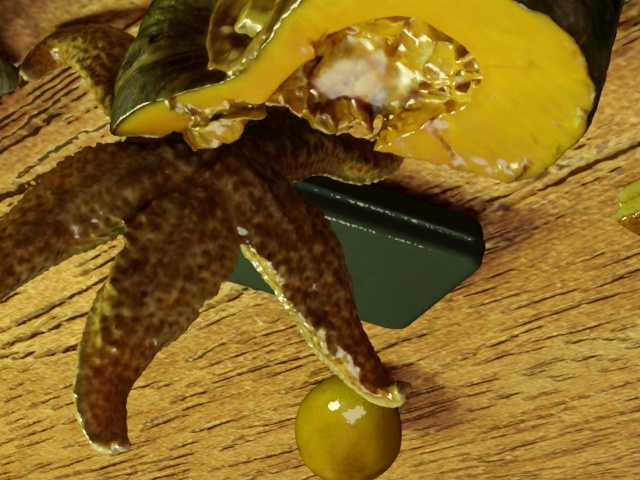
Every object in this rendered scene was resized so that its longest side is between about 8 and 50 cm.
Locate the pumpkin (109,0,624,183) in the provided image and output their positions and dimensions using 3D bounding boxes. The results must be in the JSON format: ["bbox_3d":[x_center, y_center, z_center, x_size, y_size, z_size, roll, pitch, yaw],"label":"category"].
[{"bbox_3d":[0.037,-0.115,0.750,0.190,0.139,0.280,32,144,-33],"label":"pumpkin"}]

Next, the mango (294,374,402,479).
[{"bbox_3d":[0.027,0.189,1.345,0.111,0.089,0.163,-10,139,6],"label":"mango"}]

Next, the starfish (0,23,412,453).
[{"bbox_3d":[-0.079,-0.028,0.811,0.375,0.327,0.094,-13,151,-35],"label":"starfish"}]

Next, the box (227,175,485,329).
[{"bbox_3d":[0.000,0.000,1.048,0.230,0.050,0.160,17,150,-17],"label":"box"}]

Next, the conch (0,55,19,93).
[{"bbox_3d":[-0.245,-0.138,0.791,0.234,0.137,0.114,23,122,-43],"label":"conch"}]

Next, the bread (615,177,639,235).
[{"bbox_3d":[0.282,-0.023,0.964,0.094,0.035,0.090,24,146,-27],"label":"bread"}]
